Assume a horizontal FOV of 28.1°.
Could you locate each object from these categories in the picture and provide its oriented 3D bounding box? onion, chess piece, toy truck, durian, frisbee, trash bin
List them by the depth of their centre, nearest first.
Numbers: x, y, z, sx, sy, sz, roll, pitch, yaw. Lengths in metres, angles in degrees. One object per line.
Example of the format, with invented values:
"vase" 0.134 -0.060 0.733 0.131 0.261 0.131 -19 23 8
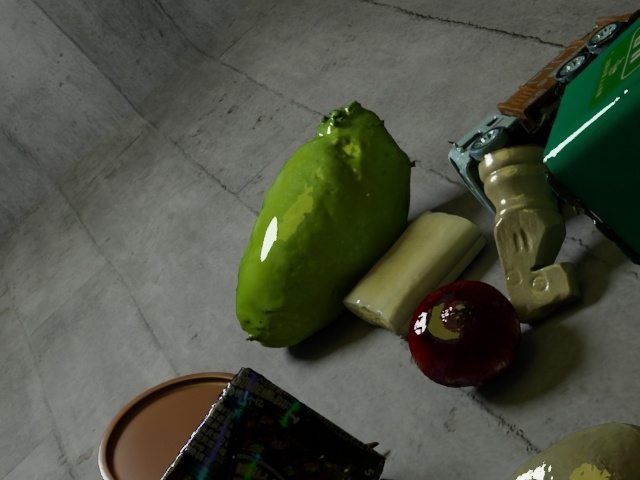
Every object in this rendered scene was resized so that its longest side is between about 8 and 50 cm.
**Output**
"trash bin" 0.444 -0.154 1.318 0.381 0.295 0.259 -38 16 41
"onion" 0.166 0.106 1.455 0.131 0.131 0.131 -34 25 19
"chess piece" 0.247 -0.006 1.507 0.090 0.090 0.200 -24 65 36
"toy truck" 0.309 -0.159 1.666 0.305 0.136 0.162 -41 17 -2
"frisbee" -0.174 0.265 1.704 0.251 0.021 0.251 -8 34 6
"durian" 0.000 0.000 1.817 0.256 0.204 0.339 -46 20 53

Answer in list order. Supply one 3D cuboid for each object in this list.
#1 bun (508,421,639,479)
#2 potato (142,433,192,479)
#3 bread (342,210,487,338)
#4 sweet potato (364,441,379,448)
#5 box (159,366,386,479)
"bun" 0.230 0.252 1.040 0.193 0.178 0.128 -31 28 20
"potato" -0.194 0.315 1.712 0.096 0.066 0.103 -4 33 18
"bread" 0.125 0.042 1.695 0.178 0.060 0.139 -48 25 -11
"sweet potato" 0.019 0.268 1.506 0.117 0.049 0.049 -32 25 6
"box" -0.092 0.317 1.394 0.310 0.198 0.084 -53 -13 -23
